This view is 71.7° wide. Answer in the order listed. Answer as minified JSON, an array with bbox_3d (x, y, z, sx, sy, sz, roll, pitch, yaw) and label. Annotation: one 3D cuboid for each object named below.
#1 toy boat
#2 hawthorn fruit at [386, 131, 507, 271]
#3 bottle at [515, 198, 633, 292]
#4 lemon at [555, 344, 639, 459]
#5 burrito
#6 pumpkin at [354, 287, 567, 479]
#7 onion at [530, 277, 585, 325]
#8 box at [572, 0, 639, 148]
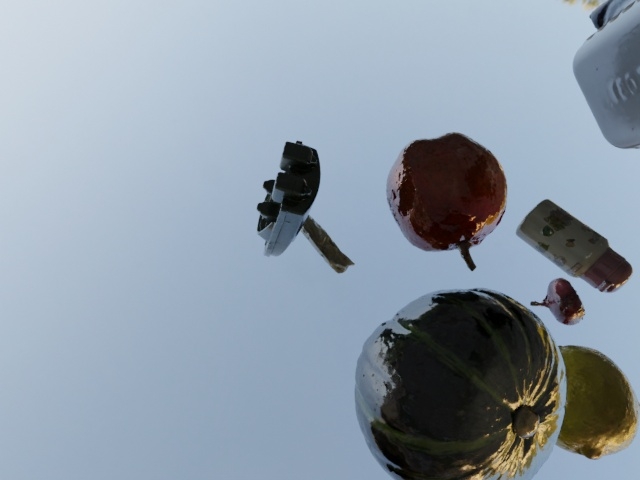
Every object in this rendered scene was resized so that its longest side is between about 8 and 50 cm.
[{"bbox_3d":[-0.076,-0.052,0.841,0.092,0.319,0.141,15,-117,-9],"label":"toy boat"},{"bbox_3d":[0.227,-0.064,0.779,0.205,0.205,0.253,-4,-124,-18],"label":"hawthorn fruit"},{"bbox_3d":[0.602,0.018,1.047,0.120,0.120,0.253,-30,-120,-28],"label":"bottle"},{"bbox_3d":[0.679,0.413,1.157,0.260,0.260,0.284,38,-136,6],"label":"lemon"},{"bbox_3d":[0.001,0.000,1.239,0.058,0.063,0.229,-43,-89,-13],"label":"burrito"},{"bbox_3d":[0.209,0.225,0.661,0.323,0.241,0.323,-6,-76,-24],"label":"pumpkin"},{"bbox_3d":[0.726,0.197,1.372,0.140,0.150,0.150,-15,-116,7],"label":"onion"},{"bbox_3d":[0.441,-0.224,0.556,0.106,0.336,0.264,-25,-90,4],"label":"box"}]
